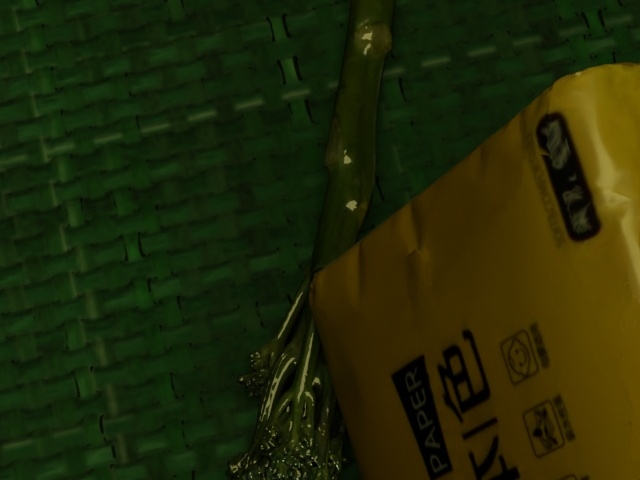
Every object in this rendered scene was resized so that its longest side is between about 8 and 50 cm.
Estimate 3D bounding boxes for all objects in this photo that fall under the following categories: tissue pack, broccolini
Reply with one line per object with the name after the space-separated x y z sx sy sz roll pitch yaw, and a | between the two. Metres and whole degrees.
0.178 0.135 0.842 0.228 0.293 0.382 -9 72 -31 | tissue pack
-0.003 -0.002 1.036 0.074 0.079 0.392 3 64 12 | broccolini
